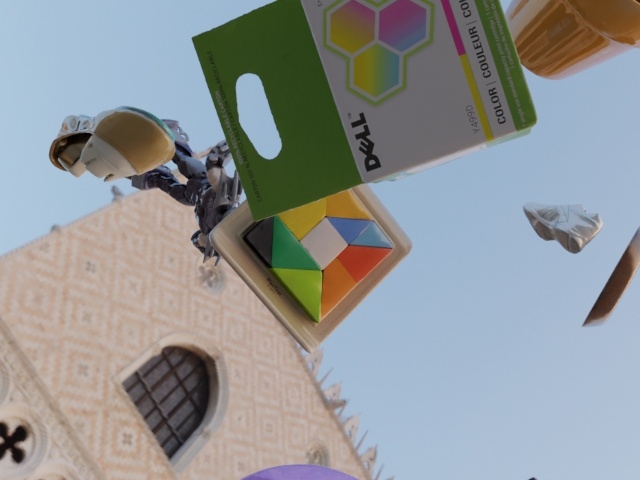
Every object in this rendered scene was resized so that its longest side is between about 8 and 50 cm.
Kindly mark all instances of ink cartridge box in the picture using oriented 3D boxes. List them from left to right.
[{"bbox_3d":[0.016,-0.132,0.508,0.255,0.097,0.188,-18,-88,17],"label":"ink cartridge box"}]

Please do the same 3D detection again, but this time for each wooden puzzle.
[{"bbox_3d":[0.000,0.000,0.885,0.221,0.238,0.044,50,-22,-15],"label":"wooden puzzle"}]

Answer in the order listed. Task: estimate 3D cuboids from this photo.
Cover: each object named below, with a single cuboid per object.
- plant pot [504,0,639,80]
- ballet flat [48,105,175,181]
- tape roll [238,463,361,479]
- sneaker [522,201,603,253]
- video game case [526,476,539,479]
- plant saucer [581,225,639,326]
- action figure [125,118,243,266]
[{"bbox_3d":[0.332,-0.301,0.789,0.205,0.205,0.188,48,-27,-1],"label":"plant pot"},{"bbox_3d":[-0.228,-0.093,0.682,0.232,0.073,0.080,11,-30,53],"label":"ballet flat"},{"bbox_3d":[-0.021,0.336,0.531,0.275,0.275,0.090,43,-45,2],"label":"tape roll"},{"bbox_3d":[0.352,-0.028,0.937,0.061,0.152,0.053,-35,-66,-2],"label":"sneaker"},{"bbox_3d":[0.226,0.334,0.517,0.042,0.210,0.232,-26,-47,4],"label":"video game case"},{"bbox_3d":[0.434,0.059,0.934,0.029,0.168,0.168,30,-58,24],"label":"plant saucer"},{"bbox_3d":[-0.186,-0.082,0.971,0.285,0.099,0.185,38,-64,31],"label":"action figure"}]
